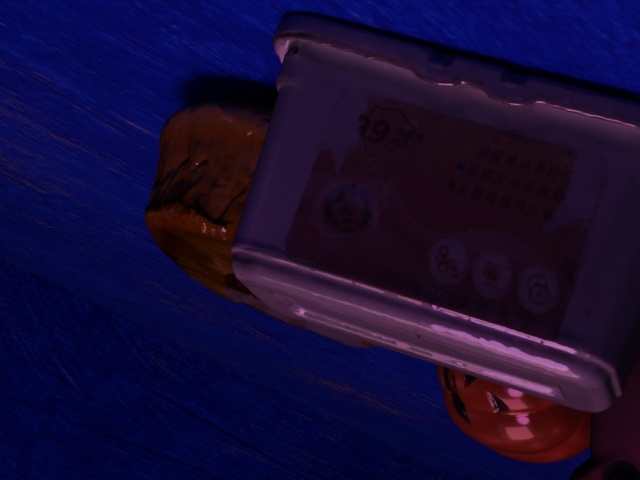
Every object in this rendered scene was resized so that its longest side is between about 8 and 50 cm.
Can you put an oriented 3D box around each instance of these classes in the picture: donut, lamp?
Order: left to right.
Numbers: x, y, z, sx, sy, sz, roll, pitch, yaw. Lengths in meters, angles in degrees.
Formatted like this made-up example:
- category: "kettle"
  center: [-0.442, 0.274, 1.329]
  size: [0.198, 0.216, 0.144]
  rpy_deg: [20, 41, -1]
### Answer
- category: "donut"
  center: [0.000, 0.000, 1.339]
  size: [0.330, 0.160, 0.330]
  rpy_deg: [12, 168, 3]
- category: "lamp"
  center: [0.208, 0.116, 1.455]
  size: [0.164, 0.188, 0.187]
  rpy_deg: [7, 162, 45]

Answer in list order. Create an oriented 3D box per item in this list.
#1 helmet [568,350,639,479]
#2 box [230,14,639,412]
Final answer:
- category: "helmet"
  center: [0.323, 0.106, 1.091]
  size: [0.271, 0.197, 0.338]
  rpy_deg: [-16, -162, -31]
- category: "box"
  center: [0.096, -0.011, 1.054]
  size: [0.312, 0.182, 0.175]
  rpy_deg: [16, 168, 19]
